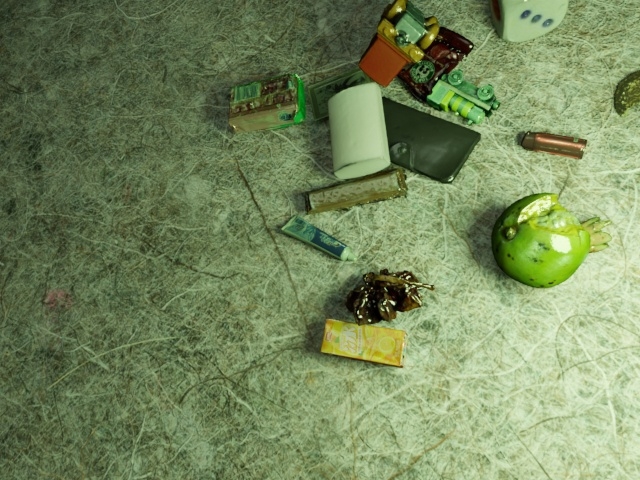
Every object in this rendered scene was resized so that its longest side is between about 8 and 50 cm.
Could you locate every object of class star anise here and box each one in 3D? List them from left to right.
[{"bbox_3d":[0.169,0.140,1.315,0.220,0.190,0.126,-31,104,-12],"label":"star anise"}]

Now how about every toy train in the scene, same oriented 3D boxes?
[{"bbox_3d":[0.235,-0.621,1.500,0.231,0.163,0.369,-45,15,32],"label":"toy train"},{"bbox_3d":[0.440,-0.430,1.480,0.200,0.083,0.132,39,96,26],"label":"toy train"}]

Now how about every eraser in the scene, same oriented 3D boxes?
[{"bbox_3d":[0.114,-0.339,1.500,0.173,0.094,0.271,-13,69,23],"label":"eraser"}]

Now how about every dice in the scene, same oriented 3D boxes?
[{"bbox_3d":[0.625,-0.739,1.469,0.191,0.193,0.194,-16,65,10],"label":"dice"}]

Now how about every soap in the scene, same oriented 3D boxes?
[{"bbox_3d":[-0.192,-0.479,1.686,0.273,0.098,0.218,-7,68,15],"label":"soap"}]

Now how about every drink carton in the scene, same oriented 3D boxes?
[{"bbox_3d":[0.120,0.279,1.315,0.222,0.071,0.096,6,74,20],"label":"drink carton"}]

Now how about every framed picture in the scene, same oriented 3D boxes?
[{"bbox_3d":[0.072,-0.506,1.650,0.231,0.010,0.173,-19,58,10],"label":"framed picture"}]

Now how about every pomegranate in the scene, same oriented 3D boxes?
[{"bbox_3d":[0.581,0.000,1.214,0.301,0.236,0.236,-1,66,-18],"label":"pomegranate"}]

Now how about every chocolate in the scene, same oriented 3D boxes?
[{"bbox_3d":[0.105,-0.151,1.486,0.328,0.065,0.103,-12,66,11],"label":"chocolate"}]

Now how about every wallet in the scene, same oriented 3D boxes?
[{"bbox_3d":[0.284,-0.316,1.498,0.377,0.051,0.197,31,82,28],"label":"wallet"}]

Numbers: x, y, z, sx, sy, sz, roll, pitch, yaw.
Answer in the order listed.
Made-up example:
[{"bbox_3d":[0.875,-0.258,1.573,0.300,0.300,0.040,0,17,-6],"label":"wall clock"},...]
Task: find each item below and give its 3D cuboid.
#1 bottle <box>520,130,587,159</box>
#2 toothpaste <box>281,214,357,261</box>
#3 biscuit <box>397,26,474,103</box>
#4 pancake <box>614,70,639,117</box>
[{"bbox_3d":[0.653,-0.269,1.361,0.164,0.060,0.060,17,76,23],"label":"bottle"},{"bbox_3d":[0.001,-0.001,1.476,0.268,0.047,0.069,28,93,28],"label":"toothpaste"},{"bbox_3d":[0.360,-0.570,1.561,0.235,0.063,0.151,-46,63,6],"label":"biscuit"},{"bbox_3d":[0.927,-0.401,1.342,0.190,0.020,0.184,27,80,26],"label":"pancake"}]
